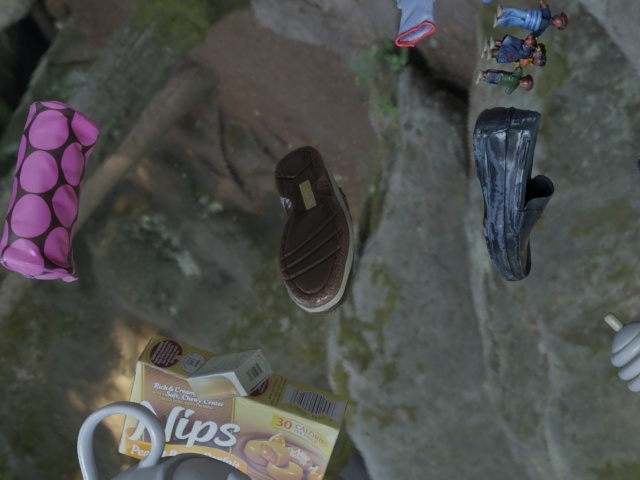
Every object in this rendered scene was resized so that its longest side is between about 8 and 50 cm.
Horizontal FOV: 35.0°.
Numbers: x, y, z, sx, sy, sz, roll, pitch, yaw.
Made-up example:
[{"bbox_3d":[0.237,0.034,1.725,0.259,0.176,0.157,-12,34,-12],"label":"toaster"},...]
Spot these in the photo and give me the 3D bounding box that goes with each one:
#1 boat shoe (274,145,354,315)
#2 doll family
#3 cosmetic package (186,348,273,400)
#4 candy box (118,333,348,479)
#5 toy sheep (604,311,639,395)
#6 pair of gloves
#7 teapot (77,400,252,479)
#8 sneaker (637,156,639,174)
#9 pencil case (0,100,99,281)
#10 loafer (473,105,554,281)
[{"bbox_3d":[0.007,-0.003,1.218,0.095,0.095,0.258,52,-157,-41],"label":"boat shoe"},{"bbox_3d":[0.316,-0.302,1.587,0.111,0.076,0.193,9,160,-1],"label":"doll family"},{"bbox_3d":[-0.127,0.188,1.410,0.115,0.060,0.041,-15,108,48],"label":"cosmetic package"},{"bbox_3d":[-0.134,0.282,1.543,0.316,0.183,0.087,19,-152,4],"label":"candy box"},{"bbox_3d":[0.346,0.120,1.042,0.132,0.091,0.091,47,175,14],"label":"toy sheep"},{"bbox_3d":[0.146,-0.281,1.008,0.023,0.159,0.198,31,147,-35],"label":"pair of gloves"},{"bbox_3d":[-0.142,0.324,1.126,0.256,0.187,0.252,23,-158,-34],"label":"teapot"},{"bbox_3d":[0.293,-0.044,0.819,0.057,0.047,0.119,29,-161,-38],"label":"sneaker"},{"bbox_3d":[-0.318,-0.057,1.209,0.098,0.210,0.095,17,166,-36],"label":"pencil case"},{"bbox_3d":[0.220,-0.046,1.126,0.078,0.076,0.223,0,127,20],"label":"loafer"}]
